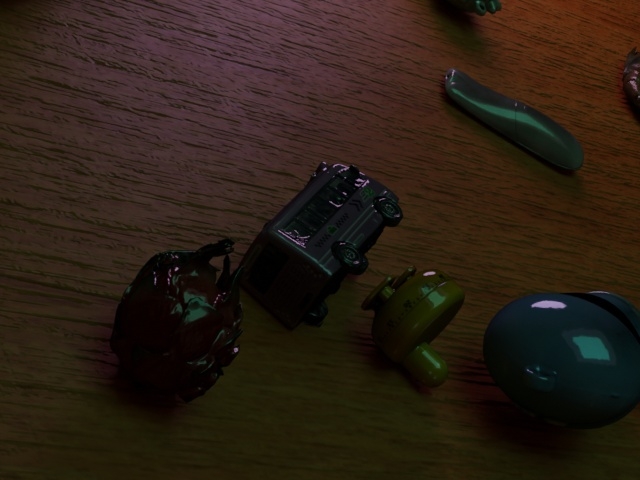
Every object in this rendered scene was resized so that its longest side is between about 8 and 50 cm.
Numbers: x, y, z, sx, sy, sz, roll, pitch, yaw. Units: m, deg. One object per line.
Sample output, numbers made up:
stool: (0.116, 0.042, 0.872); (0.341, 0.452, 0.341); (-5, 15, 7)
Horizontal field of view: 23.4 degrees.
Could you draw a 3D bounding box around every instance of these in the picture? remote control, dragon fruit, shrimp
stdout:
remote control: (0.270, -0.168, 2.109); (0.229, 0.044, 0.073); (31, 36, -13)
dragon fruit: (-0.120, 0.071, 1.358); (0.121, 0.130, 0.142); (62, 17, -49)
shrimp: (0.530, -0.247, 2.458); (0.115, 0.051, 0.217); (37, 31, -15)

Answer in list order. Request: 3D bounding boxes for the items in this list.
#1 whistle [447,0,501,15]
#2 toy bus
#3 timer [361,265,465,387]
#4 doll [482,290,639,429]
whistle: (0.203, -0.426, 2.304); (0.102, 0.106, 0.253); (47, 23, -54)
toy bus: (0.000, 0.000, 1.596); (0.108, 0.096, 0.199); (37, 35, 4)
timer: (0.107, 0.086, 1.586); (0.109, 0.107, 0.107); (44, 33, 15)
doll: (0.277, 0.125, 1.674); (0.177, 0.141, 0.314); (21, 13, 22)
